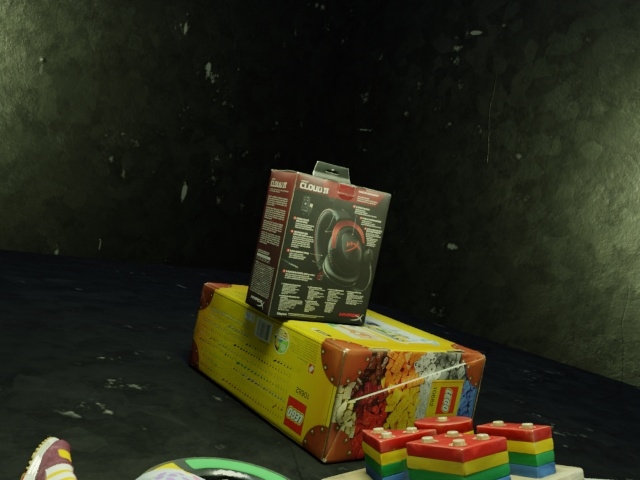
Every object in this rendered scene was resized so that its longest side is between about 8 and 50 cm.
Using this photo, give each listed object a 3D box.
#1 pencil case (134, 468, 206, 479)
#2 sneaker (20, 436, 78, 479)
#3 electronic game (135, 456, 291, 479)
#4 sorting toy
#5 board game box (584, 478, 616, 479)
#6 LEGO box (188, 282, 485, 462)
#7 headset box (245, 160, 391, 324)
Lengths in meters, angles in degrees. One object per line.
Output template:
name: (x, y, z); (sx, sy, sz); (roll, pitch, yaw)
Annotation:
pencil case: (-0.159, 0.280, 0.458); (0.113, 0.124, 0.273); (39, 5, 4)
sneaker: (-0.280, 0.276, 0.634); (0.084, 0.069, 0.185); (21, 6, -11)
electronic game: (-0.110, 0.314, 0.706); (0.230, 0.048, 0.229); (12, 2, 0)
sorting toy: (0.174, 0.300, 0.822); (0.257, 0.089, 0.256); (4, -12, -39)
board game box: (0.357, 0.347, 0.719); (0.317, 0.064, 0.242); (-14, -14, 39)
LEGO box: (0.013, 0.246, 1.245); (0.373, 0.193, 0.500); (10, 3, -38)
headset box: (0.000, 0.000, 1.140); (0.218, 0.292, 0.110); (9, 4, -32)
